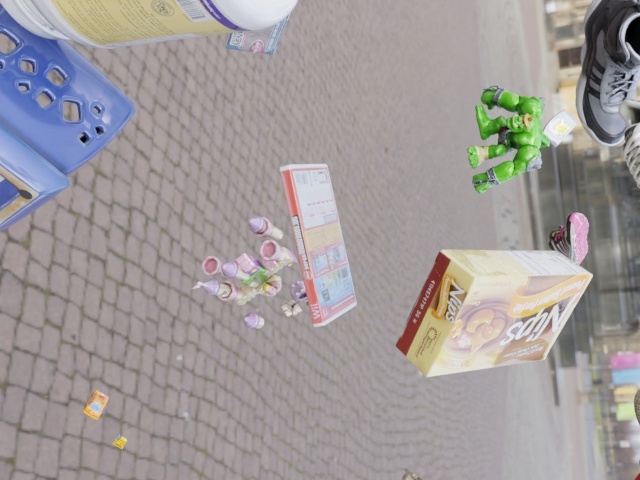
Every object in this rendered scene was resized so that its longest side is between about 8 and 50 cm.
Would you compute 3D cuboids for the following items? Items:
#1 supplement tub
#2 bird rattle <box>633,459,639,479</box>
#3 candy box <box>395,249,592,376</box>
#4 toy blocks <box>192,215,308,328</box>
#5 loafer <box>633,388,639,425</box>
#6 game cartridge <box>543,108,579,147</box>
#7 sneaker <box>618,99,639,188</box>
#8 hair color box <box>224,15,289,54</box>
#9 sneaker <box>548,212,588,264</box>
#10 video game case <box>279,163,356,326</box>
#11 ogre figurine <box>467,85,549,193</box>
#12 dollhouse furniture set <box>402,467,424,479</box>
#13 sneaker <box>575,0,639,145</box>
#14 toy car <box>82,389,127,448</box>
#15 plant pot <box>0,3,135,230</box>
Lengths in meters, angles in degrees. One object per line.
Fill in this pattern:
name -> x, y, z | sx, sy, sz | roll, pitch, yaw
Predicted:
supplement tub -> -0.205, -0.356, 0.899 | 0.241, 0.331, 0.241 | 1, 90, -64
bird rattle -> 0.741, 0.530, 1.590 | 0.254, 0.143, 0.207 | -62, 158, -46
candy box -> 0.287, 0.112, 1.237 | 0.316, 0.087, 0.183 | 1, 121, -41
toy blocks -> -0.221, 0.108, 2.400 | 0.309, 0.288, 0.260 | 59, 13, 25
loafer -> 0.687, 0.351, 1.436 | 0.268, 0.102, 0.092 | 47, 43, -14
game cartridge -> 0.575, -0.273, 1.842 | 0.056, 0.083, 0.017 | 43, 5, 5
sneaker -> 0.475, -0.106, 1.084 | 0.090, 0.094, 0.235 | 122, -16, -48
hair color box -> -0.118, -0.561, 1.487 | 0.174, 0.105, 0.348 | 135, -42, -69
sneaker -> 0.504, -0.007, 1.566 | 0.063, 0.074, 0.170 | -57, 149, -16
video game case -> 0.000, 0.000, 1.409 | 0.204, 0.025, 0.285 | -17, 95, -70
ogre figurine -> 0.324, -0.181, 1.307 | 0.097, 0.118, 0.197 | 58, 41, -37
dollhouse furniture set -> 0.206, 0.632, 1.767 | 0.151, 0.144, 0.123 | -48, 114, -11
sneaker -> 0.513, -0.285, 1.300 | 0.153, 0.101, 0.269 | -113, -163, -72
toy car -> -0.410, 0.345, 1.500 | 0.122, 0.040, 0.060 | 45, 38, 0
plant pot -> -0.450, -0.159, 1.086 | 0.236, 0.236, 0.212 | 43, 45, -27
